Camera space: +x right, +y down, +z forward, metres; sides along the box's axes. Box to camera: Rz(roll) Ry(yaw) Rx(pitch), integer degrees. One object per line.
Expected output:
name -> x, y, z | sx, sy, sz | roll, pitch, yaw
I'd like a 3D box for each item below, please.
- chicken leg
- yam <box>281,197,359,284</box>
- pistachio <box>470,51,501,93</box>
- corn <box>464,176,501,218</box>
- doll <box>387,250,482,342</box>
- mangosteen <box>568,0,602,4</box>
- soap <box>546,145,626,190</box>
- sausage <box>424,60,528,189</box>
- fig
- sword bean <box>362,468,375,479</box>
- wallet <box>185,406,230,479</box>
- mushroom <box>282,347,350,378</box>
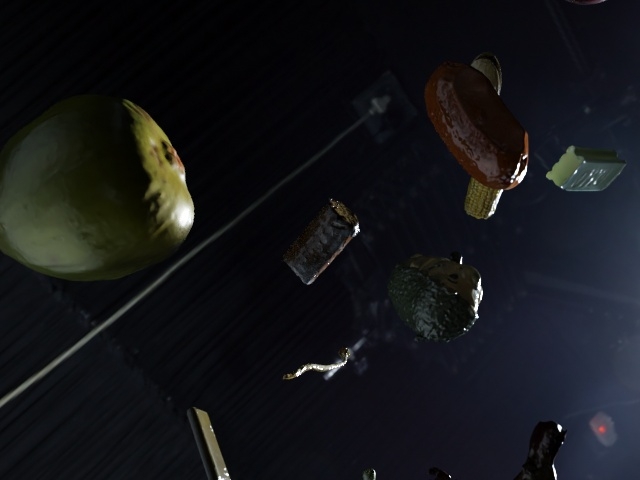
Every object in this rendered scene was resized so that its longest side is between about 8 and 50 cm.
chicken leg -> 0.252, 0.401, 1.008 | 0.083, 0.323, 0.177 | 62, 4, -51
yam -> 0.001, 0.001, 1.174 | 0.079, 0.141, 0.079 | 38, 16, -13
pistachio -> 0.550, -0.536, 2.308 | 0.132, 0.129, 0.206 | 6, -54, 11
corn -> 0.443, -0.177, 1.757 | 0.093, 0.093, 0.244 | 37, -55, 34
doll -> 0.305, 0.142, 1.766 | 0.247, 0.247, 0.349 | 50, 9, -8
mangosteen -> 0.596, -0.654, 1.460 | 0.235, 0.261, 0.235 | 42, -4, 4
soap -> 0.706, -0.187, 1.791 | 0.063, 0.199, 0.114 | 62, -42, 34
sausage -> 0.281, -0.206, 1.225 | 0.258, 0.133, 0.133 | 57, -14, 8
fig -> -0.401, -0.076, 1.161 | 0.343, 0.343, 0.343 | 43, -16, 15
sword bean -> 0.152, 0.750, 1.949 | 0.043, 0.038, 0.269 | 2, -55, 19
wallet -> -0.289, 0.529, 1.733 | 0.198, 0.031, 0.110 | 64, 1, 26
mushroom -> 0.001, 0.229, 1.229 | 0.028, 0.025, 0.286 | 32, 13, 19
